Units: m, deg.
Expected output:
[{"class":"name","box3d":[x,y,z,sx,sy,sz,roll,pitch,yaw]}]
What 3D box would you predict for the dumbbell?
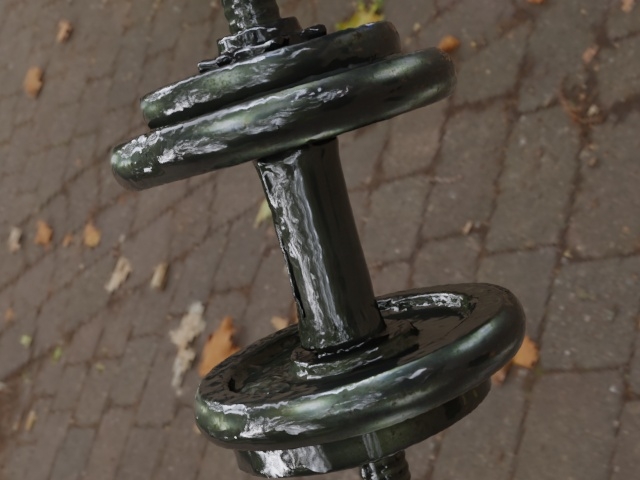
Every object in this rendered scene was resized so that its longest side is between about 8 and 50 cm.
[{"class":"dumbbell","box3d":[0.000,0.000,0.661,0.192,0.192,0.290,-5,104,54]}]
